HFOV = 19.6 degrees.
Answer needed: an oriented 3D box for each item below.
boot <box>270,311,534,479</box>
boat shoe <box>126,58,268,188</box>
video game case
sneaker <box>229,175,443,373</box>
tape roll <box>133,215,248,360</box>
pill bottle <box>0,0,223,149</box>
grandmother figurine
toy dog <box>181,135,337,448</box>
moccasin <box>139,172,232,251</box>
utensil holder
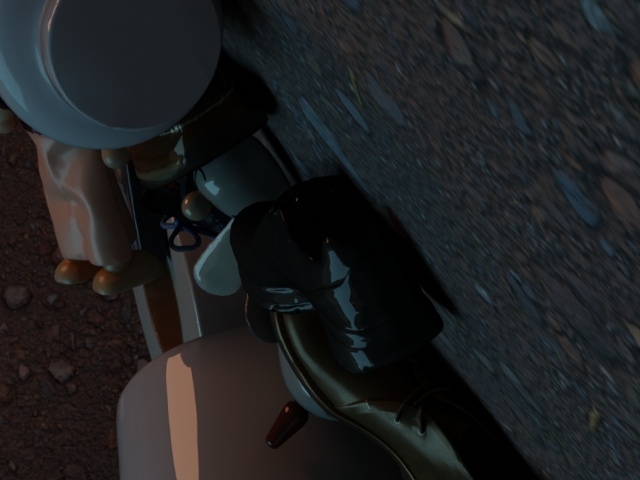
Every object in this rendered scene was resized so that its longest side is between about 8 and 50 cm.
[{"bbox_3d":[0.081,0.136,1.616,0.305,0.112,0.115,49,157,-9],"label":"boot"},{"bbox_3d":[-0.141,-0.131,1.625,0.120,0.122,0.324,59,171,-16],"label":"boat shoe"},{"bbox_3d":[-0.243,-0.129,2.180,0.248,0.035,0.274,-143,44,-67],"label":"video game case"},{"bbox_3d":[0.000,0.000,1.482,0.286,0.109,0.130,28,144,59],"label":"sneaker"},{"bbox_3d":[-0.162,0.055,2.237,0.392,0.072,0.392,167,90,-75],"label":"tape roll"},{"bbox_3d":[-0.186,-0.173,1.417,0.181,0.181,0.323,57,169,-23],"label":"pill bottle"},{"bbox_3d":[-0.256,-0.121,1.819,0.208,0.104,0.342,7,121,34],"label":"grandmother figurine"},{"bbox_3d":[-0.042,0.067,1.722,0.333,0.161,0.220,53,174,-7],"label":"toy dog"},{"bbox_3d":[-0.143,-0.070,1.925,0.342,0.117,0.138,54,173,-3],"label":"moccasin"},{"bbox_3d":[-0.043,0.325,1.881,0.327,0.328,0.385,63,-168,-55],"label":"utensil holder"}]
